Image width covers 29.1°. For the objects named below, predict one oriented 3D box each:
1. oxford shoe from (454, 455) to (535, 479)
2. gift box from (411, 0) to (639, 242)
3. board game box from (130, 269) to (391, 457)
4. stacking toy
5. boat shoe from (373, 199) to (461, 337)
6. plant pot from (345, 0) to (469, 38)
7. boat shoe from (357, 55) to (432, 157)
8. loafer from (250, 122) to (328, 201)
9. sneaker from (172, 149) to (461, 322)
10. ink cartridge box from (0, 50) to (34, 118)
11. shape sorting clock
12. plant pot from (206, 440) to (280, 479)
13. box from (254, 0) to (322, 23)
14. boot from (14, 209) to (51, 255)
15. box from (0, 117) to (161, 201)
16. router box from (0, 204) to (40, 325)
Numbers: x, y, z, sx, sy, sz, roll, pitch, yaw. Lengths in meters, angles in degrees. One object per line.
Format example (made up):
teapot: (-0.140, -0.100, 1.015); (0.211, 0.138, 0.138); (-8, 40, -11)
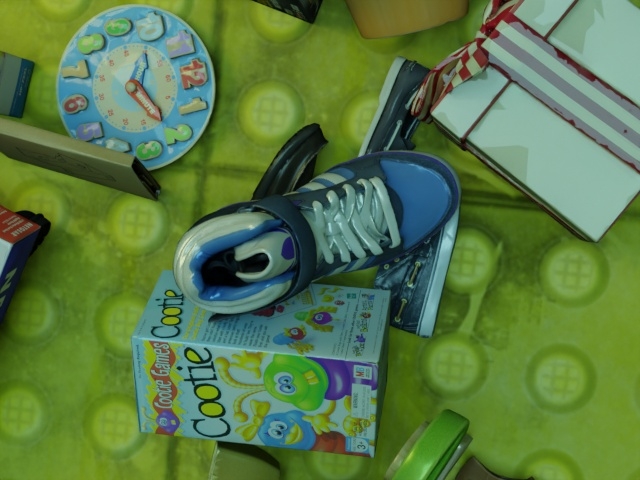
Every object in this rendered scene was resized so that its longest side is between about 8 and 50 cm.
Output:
oxford shoe: (0.256, 0.324, 1.456); (0.212, 0.076, 0.076); (28, 84, 5)
gift box: (0.269, -0.168, 1.346); (0.258, 0.276, 0.255); (39, 90, 6)
board game box: (-0.064, 0.141, 1.431); (0.275, 0.144, 0.142); (5, 122, 7)
stacking toy: (0.039, 0.285, 1.377); (0.130, 0.309, 0.279); (33, 85, 14)
boat shoe: (0.113, 0.020, 1.468); (0.083, 0.065, 0.183); (14, 94, 8)
plant pot: (0.089, -0.337, 1.410); (0.205, 0.205, 0.188); (-13, 105, 7)
boat shoe: (0.087, -0.114, 1.464); (0.065, 0.075, 0.206); (18, 89, 9)
loafer: (-0.046, -0.039, 1.487); (0.078, 0.080, 0.220); (31, 100, -4)
sneaker: (0.000, 0.000, 1.330); (0.323, 0.236, 0.130); (-14, 102, 6)
ink cartridge box: (-0.445, -0.203, 1.449); (0.134, 0.231, 0.078); (15, 93, 6)
shape sorting clock: (-0.229, -0.187, 1.518); (0.206, 0.040, 0.206); (0, 91, 7)
plant pot: (-0.093, 0.288, 1.495); (0.083, 0.081, 0.081); (12, 93, -5)
box: (-0.094, -0.324, 1.403); (0.183, 0.231, 0.056); (21, 90, 6)
boot: (-0.484, -0.006, 1.526); (0.246, 0.094, 0.207); (-43, 90, 12)
box: (-0.300, -0.099, 1.467); (0.201, 0.164, 0.021); (17, 81, 6)
router box: (-0.531, 0.064, 1.459); (0.301, 0.082, 0.335); (27, 109, 3)
